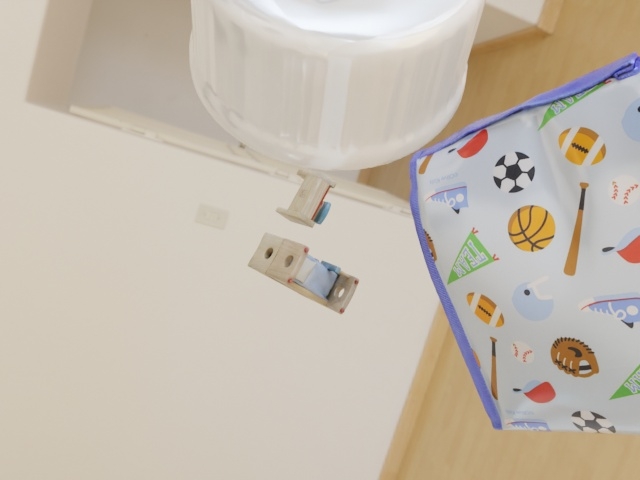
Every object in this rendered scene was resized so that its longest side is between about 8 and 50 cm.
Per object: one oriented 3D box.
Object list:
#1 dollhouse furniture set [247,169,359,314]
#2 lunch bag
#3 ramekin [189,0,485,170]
[{"bbox_3d":[0.000,0.000,0.900,0.129,0.129,0.184,18,78,54],"label":"dollhouse furniture set"},{"bbox_3d":[0.315,0.011,0.659,0.327,0.385,0.239,-20,10,44],"label":"lunch bag"},{"bbox_3d":[0.014,-0.214,0.499,0.135,0.277,0.277,99,179,-64],"label":"ramekin"}]
